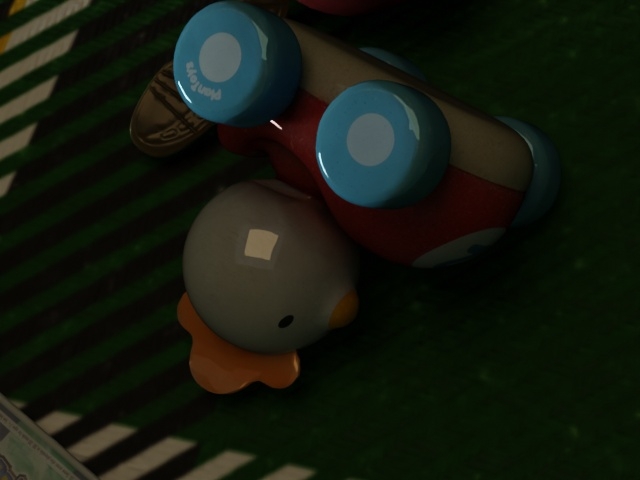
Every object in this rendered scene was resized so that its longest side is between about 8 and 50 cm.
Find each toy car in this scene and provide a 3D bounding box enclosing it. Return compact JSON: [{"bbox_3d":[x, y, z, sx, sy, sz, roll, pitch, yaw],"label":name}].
[{"bbox_3d":[0.000,0.000,1.083,0.210,0.219,0.238,31,102,26],"label":"toy car"}]

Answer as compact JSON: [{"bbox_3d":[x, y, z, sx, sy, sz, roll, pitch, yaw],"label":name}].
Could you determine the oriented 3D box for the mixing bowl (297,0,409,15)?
[{"bbox_3d":[0.015,-0.224,1.210,0.181,0.098,0.181,15,55,-22],"label":"mixing bowl"}]

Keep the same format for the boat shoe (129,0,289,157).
[{"bbox_3d":[-0.077,-0.119,1.230,0.056,0.048,0.153,34,80,3],"label":"boat shoe"}]

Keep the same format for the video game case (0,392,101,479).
[{"bbox_3d":[-0.238,0.190,1.107,0.201,0.023,0.183,35,75,28],"label":"video game case"}]
